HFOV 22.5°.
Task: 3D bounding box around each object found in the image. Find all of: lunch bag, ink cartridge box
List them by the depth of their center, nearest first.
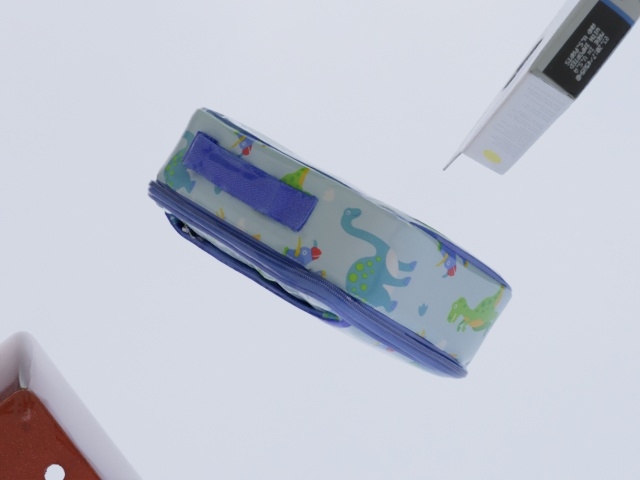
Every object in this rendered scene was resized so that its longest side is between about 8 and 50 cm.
[{"bbox_3d":[0.000,0.000,1.036,0.219,0.176,0.090,30,-92,44],"label":"lunch bag"},{"bbox_3d":[0.276,-0.214,1.720,0.072,0.307,0.304,37,-110,2],"label":"ink cartridge box"}]

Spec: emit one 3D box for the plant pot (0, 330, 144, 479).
[{"bbox_3d":[-0.333,0.272,1.697,0.267,0.236,0.267,-38,-86,-13],"label":"plant pot"}]
